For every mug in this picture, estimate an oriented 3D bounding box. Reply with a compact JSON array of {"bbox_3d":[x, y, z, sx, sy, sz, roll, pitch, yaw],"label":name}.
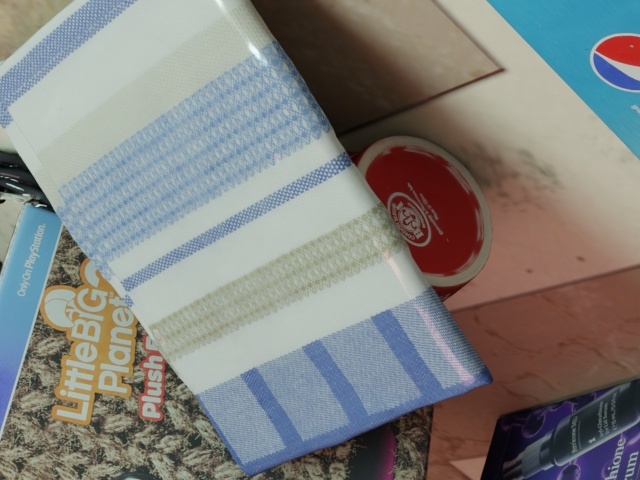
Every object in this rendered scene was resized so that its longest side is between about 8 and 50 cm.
[{"bbox_3d":[-0.001,0.009,0.823,0.150,0.113,0.169,30,144,-18],"label":"mug"}]

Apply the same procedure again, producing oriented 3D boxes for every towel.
[{"bbox_3d":[-0.053,-0.014,0.769,0.209,0.034,0.285,-29,97,44],"label":"towel"}]

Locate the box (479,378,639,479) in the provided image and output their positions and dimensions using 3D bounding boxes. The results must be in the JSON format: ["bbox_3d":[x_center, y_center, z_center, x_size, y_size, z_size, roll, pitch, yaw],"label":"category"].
[{"bbox_3d":[0.199,0.187,0.934,0.108,0.153,0.207,35,145,-21],"label":"box"}]

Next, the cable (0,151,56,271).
[{"bbox_3d":[-0.233,-0.001,1.001,0.150,0.047,0.184,32,147,-18],"label":"cable"}]

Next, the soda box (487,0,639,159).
[{"bbox_3d":[0.166,-0.078,0.629,0.210,0.067,0.071,39,144,-28],"label":"soda box"}]

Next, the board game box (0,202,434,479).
[{"bbox_3d":[-0.090,0.143,0.914,0.291,0.232,0.141,17,143,-11],"label":"board game box"}]
